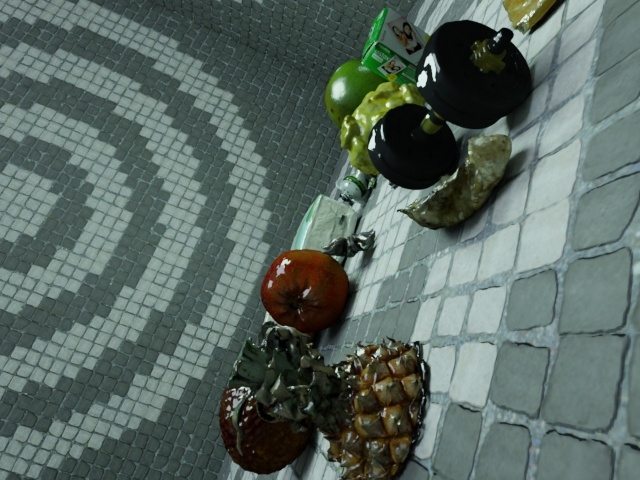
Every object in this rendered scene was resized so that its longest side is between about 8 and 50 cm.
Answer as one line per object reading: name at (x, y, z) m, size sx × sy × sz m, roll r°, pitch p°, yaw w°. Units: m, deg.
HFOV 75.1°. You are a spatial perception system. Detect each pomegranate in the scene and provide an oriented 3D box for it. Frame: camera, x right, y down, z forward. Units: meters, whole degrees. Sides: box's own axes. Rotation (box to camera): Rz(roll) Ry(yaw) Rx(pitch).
pomegranate at (0.182, -0.517, 1.401) m, size 0.216 × 0.310 × 0.357 m, roll -79°, pitch 7°, yaw -81°

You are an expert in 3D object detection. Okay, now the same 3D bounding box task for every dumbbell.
dumbbell at (0.222, -0.236, 0.782) m, size 0.388 × 0.185 × 0.184 m, roll 126°, pitch 165°, yaw -63°

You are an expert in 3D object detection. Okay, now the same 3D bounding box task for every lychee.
lychee at (-0.144, 0.459, 1.078) m, size 0.260 × 0.261 × 0.260 m, roll -157°, pitch 90°, yaw -83°

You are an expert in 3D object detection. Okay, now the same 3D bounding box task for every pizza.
pizza at (0.402, -0.470, 0.769) m, size 0.262 × 0.034 × 0.180 m, roll -87°, pitch 21°, yaw -69°

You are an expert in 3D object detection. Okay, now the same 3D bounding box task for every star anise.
star anise at (0.087, 0.015, 1.259) m, size 0.204 × 0.181 × 0.061 m, roll -152°, pitch 47°, yaw -82°

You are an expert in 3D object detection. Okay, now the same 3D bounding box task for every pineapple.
pineapple at (-0.010, 0.235, 0.671) m, size 0.262 × 0.272 × 0.262 m, roll -157°, pitch 90°, yaw -82°

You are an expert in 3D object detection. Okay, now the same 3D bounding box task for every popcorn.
popcorn at (0.191, -0.312, 1.171) m, size 0.250 × 0.235 × 0.241 m, roll -29°, pitch 35°, yaw 25°

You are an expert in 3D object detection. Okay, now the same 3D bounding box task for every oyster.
oyster at (0.229, -0.086, 0.738) m, size 0.166 × 0.094 × 0.294 m, roll -49°, pitch -2°, yaw 2°

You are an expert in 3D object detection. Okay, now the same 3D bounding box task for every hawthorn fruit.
hawthorn fruit at (-0.047, 0.153, 1.308) m, size 0.300 × 0.276 × 0.275 m, roll 171°, pitch 121°, yaw -89°

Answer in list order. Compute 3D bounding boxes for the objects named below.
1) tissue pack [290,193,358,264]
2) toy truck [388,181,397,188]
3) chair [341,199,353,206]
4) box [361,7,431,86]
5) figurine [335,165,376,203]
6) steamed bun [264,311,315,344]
tissue pack at (-0.002, 0.000, 1.696) m, size 0.356 × 0.194 × 0.265 m, roll 135°, pitch 155°, yaw -73°
toy truck at (0.225, -0.178, 1.233) m, size 0.083 × 0.024 × 0.031 m, roll 127°, pitch 141°, yaw -71°
chair at (0.138, -0.178, 1.887) m, size 0.086 × 0.042 × 0.037 m, roll -30°, pitch -11°, yaw -27°
box at (0.262, -0.576, 1.289) m, size 0.103 × 0.250 × 0.179 m, roll -38°, pitch 31°, yaw 62°
figurine at (0.143, -0.223, 1.612) m, size 0.192 × 0.147 × 0.126 m, roll -50°, pitch -18°, yaw -18°
steamed bun at (-0.103, 0.313, 1.511) m, size 0.283 × 0.178 × 0.282 m, roll 9°, pitch -90°, yaw -87°
